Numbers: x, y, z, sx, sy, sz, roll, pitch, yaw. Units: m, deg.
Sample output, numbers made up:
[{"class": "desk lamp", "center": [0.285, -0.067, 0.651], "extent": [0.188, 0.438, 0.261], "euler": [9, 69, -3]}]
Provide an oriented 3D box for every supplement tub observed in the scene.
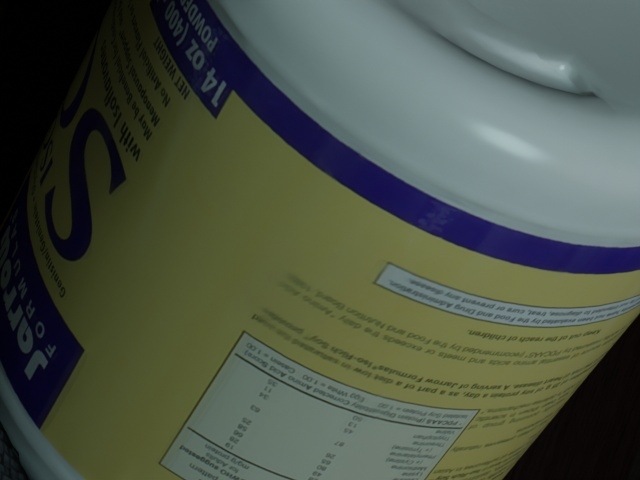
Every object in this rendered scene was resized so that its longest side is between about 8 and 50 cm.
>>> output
[{"class": "supplement tub", "center": [0.000, 0.000, 0.794], "extent": [0.241, 0.241, 0.331], "euler": [-42, 168, -52]}]

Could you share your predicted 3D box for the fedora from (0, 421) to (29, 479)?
[{"class": "fedora", "center": [-0.171, 0.141, 0.669], "extent": [0.152, 0.334, 0.334], "euler": [-24, 139, -16]}]
